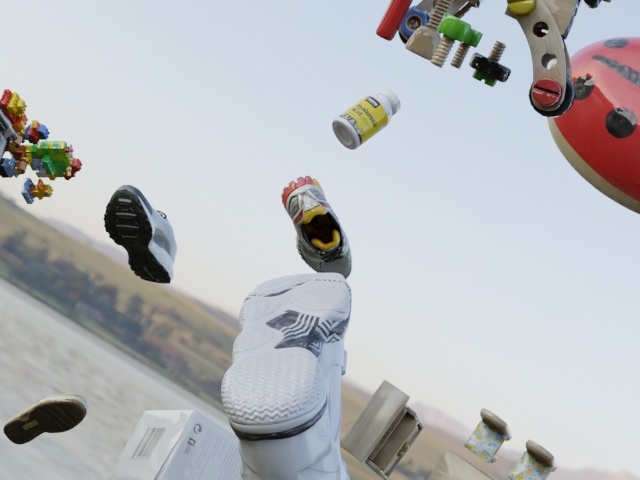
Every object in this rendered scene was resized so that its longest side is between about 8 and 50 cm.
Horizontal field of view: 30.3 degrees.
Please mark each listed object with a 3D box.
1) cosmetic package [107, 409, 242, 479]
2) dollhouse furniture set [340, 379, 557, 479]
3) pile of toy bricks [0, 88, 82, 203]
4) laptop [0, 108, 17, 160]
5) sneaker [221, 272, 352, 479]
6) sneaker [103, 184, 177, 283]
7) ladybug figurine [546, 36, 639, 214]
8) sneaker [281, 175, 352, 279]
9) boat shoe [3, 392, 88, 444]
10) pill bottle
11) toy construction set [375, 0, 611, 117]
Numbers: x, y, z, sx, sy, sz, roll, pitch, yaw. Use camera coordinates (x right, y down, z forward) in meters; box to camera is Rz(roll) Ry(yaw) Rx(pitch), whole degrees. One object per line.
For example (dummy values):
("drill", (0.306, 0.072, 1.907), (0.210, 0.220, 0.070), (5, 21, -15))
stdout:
("cosmetic package", (-0.154, 0.456, 2.088), (0.385, 0.156, 0.217), (38, -25, -20))
("dollhouse furniture set", (0.163, 0.314, 1.582), (0.242, 0.212, 0.161), (32, -11, 23))
("pile of toy bricks", (-0.436, -0.137, 1.865), (0.105, 0.118, 0.212), (-1, -35, 10))
("laptop", (-0.569, -0.183, 1.565), (0.408, 0.236, 0.382), (57, -9, 11))
("sneaker", (-0.031, 0.191, 1.458), (0.137, 0.210, 0.366), (-2, 24, 10))
("sneaker", (-0.346, -0.026, 2.312), (0.100, 0.108, 0.272), (7, -33, 15))
("ladybug figurine", (0.576, -0.201, 1.977), (0.449, 0.305, 0.162), (30, -14, 21))
("sneaker", (0.000, 0.000, 1.950), (0.093, 0.088, 0.225), (61, 0, 44))
("boat shoe", (-0.468, 0.293, 2.049), (0.190, 0.072, 0.068), (-19, -69, 30))
("pill bottle", (0.081, -0.212, 2.032), (0.065, 0.116, 0.065), (42, -24, 24))
("toy construction set", (0.225, -0.315, 1.476), (0.257, 0.237, 0.308), (36, 15, 37))
